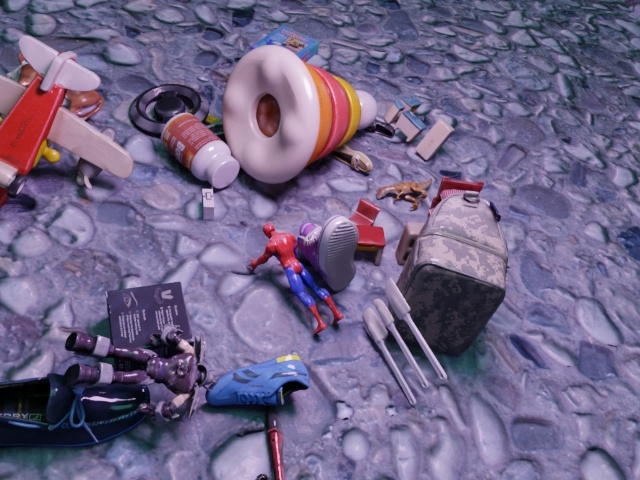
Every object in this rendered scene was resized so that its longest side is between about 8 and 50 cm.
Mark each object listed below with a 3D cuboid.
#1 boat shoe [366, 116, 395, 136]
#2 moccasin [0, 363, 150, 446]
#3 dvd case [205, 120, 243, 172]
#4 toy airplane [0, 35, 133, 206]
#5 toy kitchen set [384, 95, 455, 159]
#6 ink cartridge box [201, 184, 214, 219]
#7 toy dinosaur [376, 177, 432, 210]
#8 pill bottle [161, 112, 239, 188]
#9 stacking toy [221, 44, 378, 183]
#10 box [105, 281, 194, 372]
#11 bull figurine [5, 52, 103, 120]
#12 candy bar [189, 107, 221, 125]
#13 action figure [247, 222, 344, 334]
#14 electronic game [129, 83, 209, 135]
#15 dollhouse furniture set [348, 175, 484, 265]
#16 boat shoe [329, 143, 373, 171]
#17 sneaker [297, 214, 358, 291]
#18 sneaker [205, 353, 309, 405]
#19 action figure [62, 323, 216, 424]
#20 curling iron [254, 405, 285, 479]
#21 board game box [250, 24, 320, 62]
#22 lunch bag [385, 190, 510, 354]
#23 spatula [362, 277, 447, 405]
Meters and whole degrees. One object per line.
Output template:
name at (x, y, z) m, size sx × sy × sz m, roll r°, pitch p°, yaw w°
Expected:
boat shoe at (0.169, -0.362, 1.997) m, size 0.142 × 0.049 × 0.040 m, roll 16°, pitch 46°, yaw -2°
moccasin at (-0.481, 0.306, 1.150) m, size 0.341 × 0.117 × 0.138 m, roll -5°, pitch 49°, yaw -22°
dvd case at (-0.208, -0.290, 1.834) m, size 0.238 × 0.030 × 0.179 m, roll -26°, pitch 64°, yaw -34°
toy airplane at (-0.688, -0.289, 1.529) m, size 0.384 × 0.272 × 0.386 m, roll -18°, pitch 98°, yaw -15°
toy kitchen set at (0.328, -0.377, 1.994) m, size 0.207 × 0.122 × 0.166 m, roll 47°, pitch 35°, yaw 12°
ink cartridge box at (-0.289, -0.098, 1.631) m, size 0.028 × 0.048 × 0.083 m, roll 0°, pitch 46°, yaw -14°
toy dinosaur at (0.264, -0.147, 1.807) m, size 0.211 × 0.064 × 0.112 m, roll -10°, pitch 49°, yaw -23°
pill bottle at (-0.319, -0.238, 1.704) m, size 0.121 × 0.121 × 0.216 m, roll -30°, pitch 60°, yaw -35°
stacking toy at (-0.001, -0.350, 1.782) m, size 0.479 × 0.351 × 0.350 m, roll -12°, pitch 49°, yaw -46°
box at (-0.354, 0.181, 1.319) m, size 0.158 × 0.093 × 0.156 m, roll -7°, pitch 50°, yaw -19°
bull figurine at (-0.769, -0.413, 1.774) m, size 0.310 × 0.101 × 0.188 m, roll 19°, pitch 50°, yaw 8°
candy bar at (-0.322, -0.353, 1.885) m, size 0.161 × 0.018 × 0.040 m, roll 33°, pitch 49°, yaw 18°
action figure at (-0.070, 0.093, 1.490) m, size 0.091 × 0.139 × 0.280 m, roll -24°, pitch 79°, yaw -35°
electronic game at (-0.441, -0.384, 1.862) m, size 0.229 × 0.048 × 0.229 m, roll 1°, pitch 50°, yaw -1°
dollhouse furniture set at (0.243, -0.052, 1.648) m, size 0.373 × 0.152 × 0.201 m, roll 5°, pitch 46°, yaw -10°
boat shoe at (0.086, -0.239, 1.857) m, size 0.153 × 0.056 × 0.048 m, roll 38°, pitch 57°, yaw 25°
sneaker at (-0.001, 0.001, 1.454) m, size 0.102 × 0.282 × 0.161 m, roll -35°, pitch 66°, yaw -18°
sneaker at (-0.123, 0.294, 1.260) m, size 0.209 × 0.069 × 0.082 m, roll -16°, pitch 45°, yaw -9°
action figure at (-0.320, 0.236, 1.175) m, size 0.285 × 0.099 × 0.185 m, roll 18°, pitch 54°, yaw -31°
curling iron at (-0.101, 0.383, 1.231) m, size 0.068 × 0.035 × 0.274 m, roll 6°, pitch 46°, yaw -8°
board game box at (-0.122, -0.663, 2.208) m, size 0.160 × 0.047 × 0.210 m, roll 28°, pitch 47°, yaw 13°
lunch bag at (0.289, 0.069, 1.441) m, size 0.212 × 0.305 × 0.256 m, roll 15°, pitch 47°, yaw 0°
spatula at (0.175, 0.223, 1.369) m, size 0.019 × 0.168 × 0.242 m, roll -9°, pitch 57°, yaw -36°
